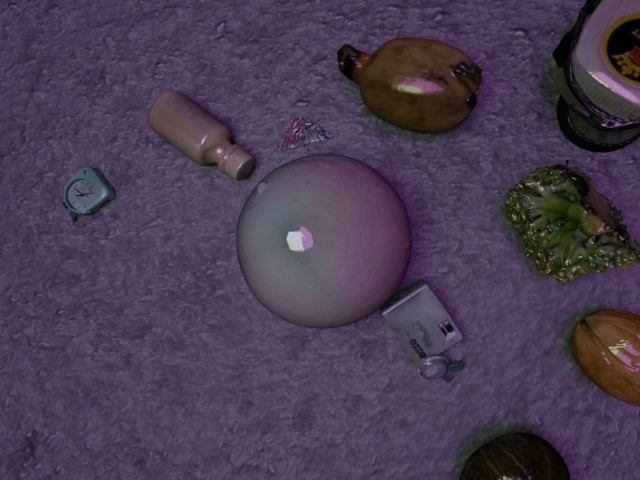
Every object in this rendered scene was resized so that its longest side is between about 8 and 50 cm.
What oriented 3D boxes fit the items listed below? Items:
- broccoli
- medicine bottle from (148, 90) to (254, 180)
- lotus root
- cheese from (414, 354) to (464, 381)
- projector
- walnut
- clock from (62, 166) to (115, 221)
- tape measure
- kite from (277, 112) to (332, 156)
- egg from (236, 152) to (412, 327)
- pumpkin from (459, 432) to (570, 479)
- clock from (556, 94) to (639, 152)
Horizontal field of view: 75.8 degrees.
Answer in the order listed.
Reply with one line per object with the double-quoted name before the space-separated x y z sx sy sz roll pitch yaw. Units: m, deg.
"broccoli" 0.457 -0.020 0.786 0.242 0.273 0.180 52 128 9
"medicine bottle" -0.268 -0.234 0.947 0.252 0.114 0.114 37 92 9
"lotus root" 0.174 -0.334 0.865 0.310 0.183 0.182 20 90 10
"cheese" 0.246 0.269 0.858 0.121 0.026 0.067 22 114 -29
"projector" 0.210 0.170 0.869 0.115 0.061 0.147 -34 100 7
"walnut" 0.588 0.223 0.785 0.207 0.159 0.159 37 92 9
"clock" -0.590 -0.110 1.024 0.135 0.041 0.101 -38 83 6
"tape measure" 0.560 -0.343 0.793 0.231 0.133 0.271 -42 79 -3
"kite" -0.037 -0.229 0.969 0.139 0.011 0.156 -15 84 10
"egg" 0.000 0.000 0.786 0.356 0.340 0.353 0 88 9
"pumpkin" 0.373 0.485 0.806 0.219 0.162 0.218 -3 102 -13
"clock" 0.601 -0.279 0.864 0.185 0.040 0.184 0 87 8
